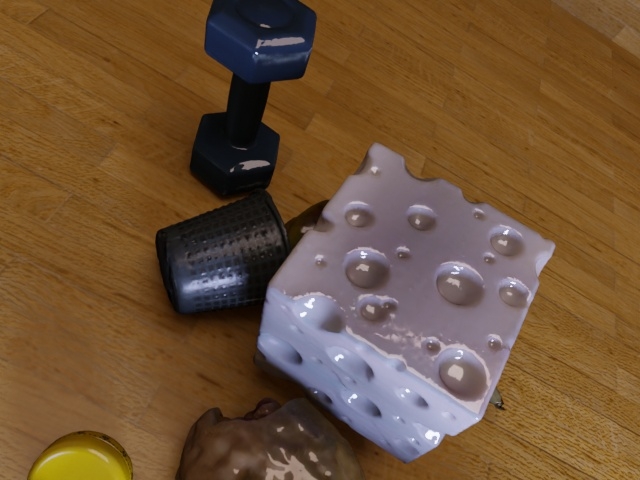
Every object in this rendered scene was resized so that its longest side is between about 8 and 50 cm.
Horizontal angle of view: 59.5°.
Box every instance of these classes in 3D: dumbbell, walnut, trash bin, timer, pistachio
[{"bbox_3d":[-0.111,-0.212,0.844,0.156,0.316,0.143,-13,61,-26],"label":"dumbbell"},{"bbox_3d":[-0.036,0.273,0.649,0.238,0.141,0.204,9,29,-25],"label":"walnut"},{"bbox_3d":[-0.138,0.029,0.783,0.161,0.175,0.175,-16,67,-22],"label":"trash bin"},{"bbox_3d":[-0.257,0.261,0.592,0.107,0.109,0.107,0,95,-3],"label":"timer"},{"bbox_3d":[0.001,0.003,0.899,0.189,0.100,0.110,-31,72,-39],"label":"pistachio"}]

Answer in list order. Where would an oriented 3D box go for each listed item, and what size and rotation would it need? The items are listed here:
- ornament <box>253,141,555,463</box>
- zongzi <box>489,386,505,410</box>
[{"bbox_3d":[0.087,0.081,0.677,0.240,0.239,0.240,31,58,9],"label":"ornament"},{"bbox_3d":[0.148,0.206,0.848,0.228,0.115,0.256,-32,89,-31],"label":"zongzi"}]
